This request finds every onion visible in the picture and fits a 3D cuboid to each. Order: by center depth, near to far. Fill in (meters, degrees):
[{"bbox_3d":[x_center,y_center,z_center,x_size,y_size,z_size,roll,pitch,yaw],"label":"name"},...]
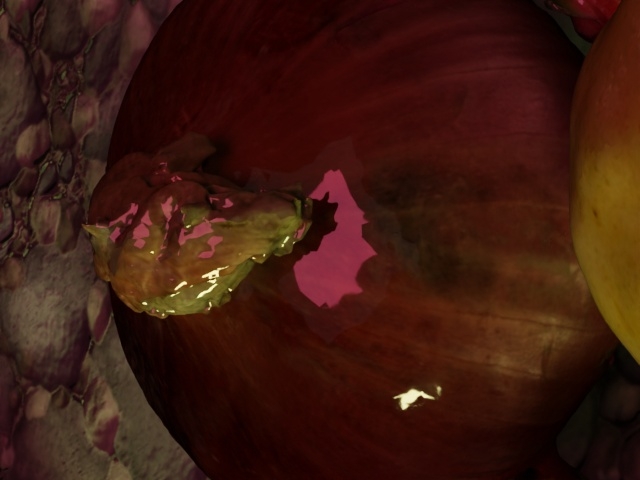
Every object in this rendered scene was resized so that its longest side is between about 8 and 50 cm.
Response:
[{"bbox_3d":[0.031,0.005,1.045,0.353,0.353,0.354,2,94,40],"label":"onion"}]

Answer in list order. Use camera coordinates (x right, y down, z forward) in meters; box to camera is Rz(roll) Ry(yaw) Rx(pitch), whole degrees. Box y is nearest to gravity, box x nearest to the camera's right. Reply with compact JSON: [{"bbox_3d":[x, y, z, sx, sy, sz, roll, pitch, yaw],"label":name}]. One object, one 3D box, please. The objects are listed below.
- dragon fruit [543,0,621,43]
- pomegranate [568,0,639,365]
[{"bbox_3d":[0.199,-0.203,1.003,0.137,0.135,0.236,27,74,14],"label":"dragon fruit"},{"bbox_3d":[0.279,-0.038,0.834,0.332,0.332,0.333,2,94,40],"label":"pomegranate"}]
